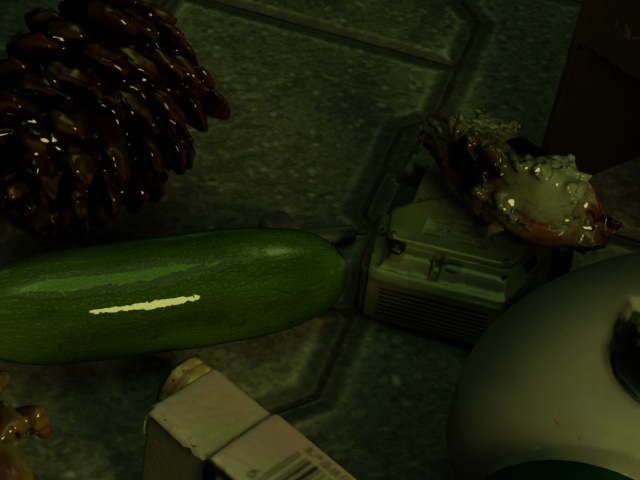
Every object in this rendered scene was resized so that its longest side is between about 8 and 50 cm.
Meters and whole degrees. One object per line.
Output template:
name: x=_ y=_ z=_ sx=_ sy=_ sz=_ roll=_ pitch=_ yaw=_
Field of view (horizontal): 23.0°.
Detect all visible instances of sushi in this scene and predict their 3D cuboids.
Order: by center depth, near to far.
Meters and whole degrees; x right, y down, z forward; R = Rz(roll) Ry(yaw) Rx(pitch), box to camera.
sushi: x=0.173 y=-0.058 z=1.470 sx=0.226 sy=0.103 sz=0.097 roll=32 pitch=59 yaw=32

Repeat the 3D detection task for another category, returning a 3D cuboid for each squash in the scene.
squash: x=-0.147 y=0.049 z=1.393 sx=0.395 sy=0.107 sz=0.107 roll=-6 pitch=40 yaw=-22

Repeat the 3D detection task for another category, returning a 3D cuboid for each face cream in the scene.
face cream: x=0.251 y=0.172 z=1.231 sx=0.312 sy=0.219 sz=0.357 roll=25 pitch=42 yaw=13

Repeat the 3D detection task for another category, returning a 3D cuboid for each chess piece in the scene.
chess piece: x=-0.057 y=0.164 z=1.309 sx=0.172 sy=0.060 sz=0.060 roll=34 pitch=43 yaw=24

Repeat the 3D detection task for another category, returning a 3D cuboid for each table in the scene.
table: x=0.391 y=-0.122 z=1.598 sx=0.196 sy=0.282 sz=0.250 roll=-23 pitch=48 yaw=-36

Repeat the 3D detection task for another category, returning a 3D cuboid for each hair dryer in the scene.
hair dryer: x=0.000 y=0.000 z=1.555 sx=0.114 sy=0.037 sz=0.063 roll=-7 pitch=41 yaw=-32

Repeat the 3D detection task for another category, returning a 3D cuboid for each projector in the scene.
projector: x=0.156 y=-0.009 z=1.555 sx=0.193 sy=0.088 sz=0.269 roll=14 pitch=37 yaw=10

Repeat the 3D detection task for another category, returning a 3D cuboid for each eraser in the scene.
eraser: x=-0.012 y=0.227 z=1.175 sx=0.086 sy=0.130 sz=0.287 roll=-30 pitch=54 yaw=-36

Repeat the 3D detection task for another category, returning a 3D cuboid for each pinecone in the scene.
pinecone: x=-0.218 y=-0.121 z=1.513 sx=0.224 sy=0.224 sz=0.272 roll=22 pitch=61 yaw=15

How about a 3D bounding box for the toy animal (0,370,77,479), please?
toy animal: x=-0.187 y=0.238 z=1.151 sx=0.312 sy=0.097 sz=0.157 roll=31 pitch=48 yaw=28
